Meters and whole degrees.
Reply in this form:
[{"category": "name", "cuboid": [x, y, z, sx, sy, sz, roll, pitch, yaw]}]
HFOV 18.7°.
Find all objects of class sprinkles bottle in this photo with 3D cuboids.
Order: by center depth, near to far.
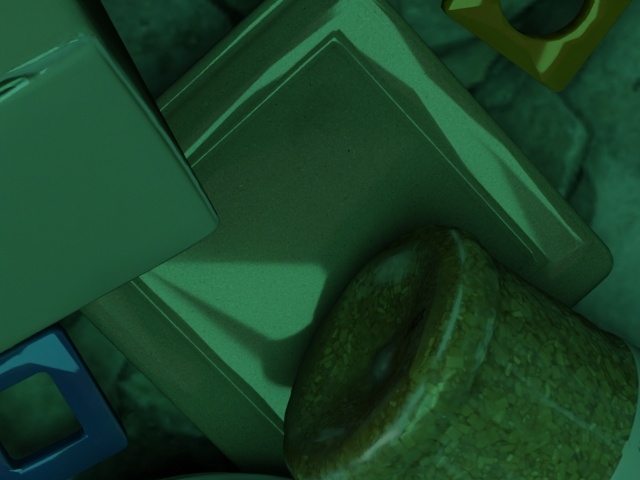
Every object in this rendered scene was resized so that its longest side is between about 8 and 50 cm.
[{"category": "sprinkles bottle", "cuboid": [0.156, 0.129, 0.811, 0.355, 0.121, 0.121, 32, 99, -21]}]

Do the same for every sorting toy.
[{"category": "sorting toy", "cuboid": [0.000, 0.000, 0.825, 0.348, 0.047, 0.196, -41, 110, 6]}]

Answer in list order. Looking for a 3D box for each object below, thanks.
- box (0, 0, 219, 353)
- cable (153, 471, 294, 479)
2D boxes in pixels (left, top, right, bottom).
[{"category": "box", "cuboid": [-0.164, -0.119, 0.639, 0.121, 0.148, 0.311, -30, 66, 0]}, {"category": "cable", "cuboid": [-0.037, 0.226, 0.809, 0.257, 0.089, 0.257, -36, 104, 4]}]
